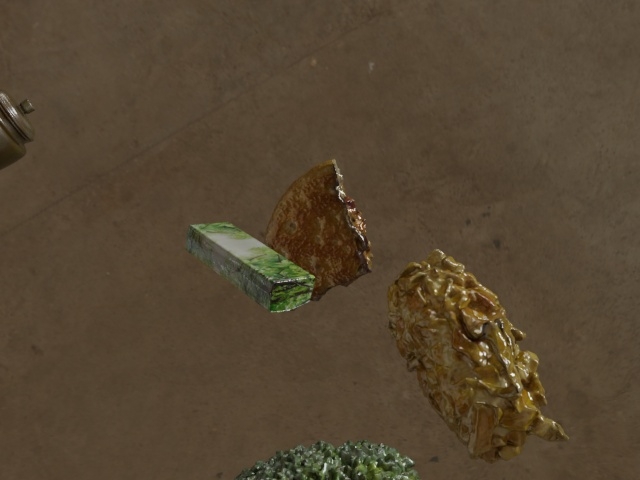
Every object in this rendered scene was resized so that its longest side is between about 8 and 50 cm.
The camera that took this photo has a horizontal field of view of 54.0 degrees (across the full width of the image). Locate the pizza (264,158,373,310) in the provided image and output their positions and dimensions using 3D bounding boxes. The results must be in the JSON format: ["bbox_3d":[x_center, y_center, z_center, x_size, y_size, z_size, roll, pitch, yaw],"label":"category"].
[{"bbox_3d":[0.000,0.000,1.532,0.278,0.114,0.408,14,114,6],"label":"pizza"}]

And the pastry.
[{"bbox_3d":[0.160,0.119,0.684,0.250,0.103,0.154,56,133,51],"label":"pastry"}]

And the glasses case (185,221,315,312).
[{"bbox_3d":[-0.134,0.042,1.132,0.272,0.095,0.062,30,116,43],"label":"glasses case"}]

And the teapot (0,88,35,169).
[{"bbox_3d":[-0.749,-0.276,1.448,0.175,0.267,0.185,-36,78,-10],"label":"teapot"}]

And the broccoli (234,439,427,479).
[{"bbox_3d":[-0.023,0.257,0.446,0.176,0.198,0.226,10,69,-19],"label":"broccoli"}]
